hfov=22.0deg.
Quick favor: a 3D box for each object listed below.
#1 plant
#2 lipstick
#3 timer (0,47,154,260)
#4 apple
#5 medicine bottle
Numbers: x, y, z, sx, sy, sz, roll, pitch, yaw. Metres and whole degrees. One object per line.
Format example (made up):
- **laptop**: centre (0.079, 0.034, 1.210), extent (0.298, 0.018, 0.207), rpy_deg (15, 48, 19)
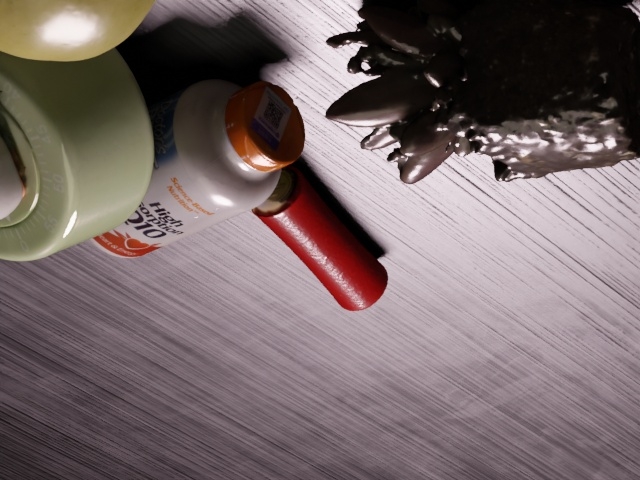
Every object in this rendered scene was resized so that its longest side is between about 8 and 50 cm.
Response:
- **plant**: centre (0.165, -0.156, 1.654), extent (0.321, 0.181, 0.194), rpy_deg (-2, 158, 23)
- **lipstick**: centre (0.000, 0.000, 2.059), extent (0.080, 0.080, 0.241), rpy_deg (-10, 142, 30)
- **timer**: centre (-0.377, -0.075, 1.735), extent (0.291, 0.315, 0.290), rpy_deg (16, 124, 25)
- **apple**: centre (-0.257, -0.299, 1.511), extent (0.262, 0.262, 0.262), rpy_deg (7, 148, 5)
- **medicine bottle**: centre (-0.151, -0.090, 1.887), extent (0.289, 0.157, 0.157), rpy_deg (-22, 136, 40)
